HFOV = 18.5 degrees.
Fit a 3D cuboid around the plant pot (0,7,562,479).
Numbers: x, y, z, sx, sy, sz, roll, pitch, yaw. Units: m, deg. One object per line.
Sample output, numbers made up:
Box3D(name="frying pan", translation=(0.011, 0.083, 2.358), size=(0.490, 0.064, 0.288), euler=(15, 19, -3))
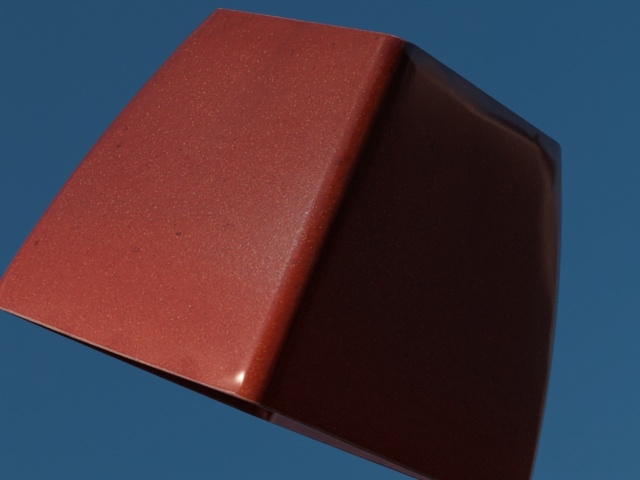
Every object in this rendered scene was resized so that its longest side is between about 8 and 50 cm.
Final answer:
Box3D(name="plant pot", translation=(0.000, 0.000, 1.245), size=(0.267, 0.267, 0.235), euler=(27, -99, -44))
